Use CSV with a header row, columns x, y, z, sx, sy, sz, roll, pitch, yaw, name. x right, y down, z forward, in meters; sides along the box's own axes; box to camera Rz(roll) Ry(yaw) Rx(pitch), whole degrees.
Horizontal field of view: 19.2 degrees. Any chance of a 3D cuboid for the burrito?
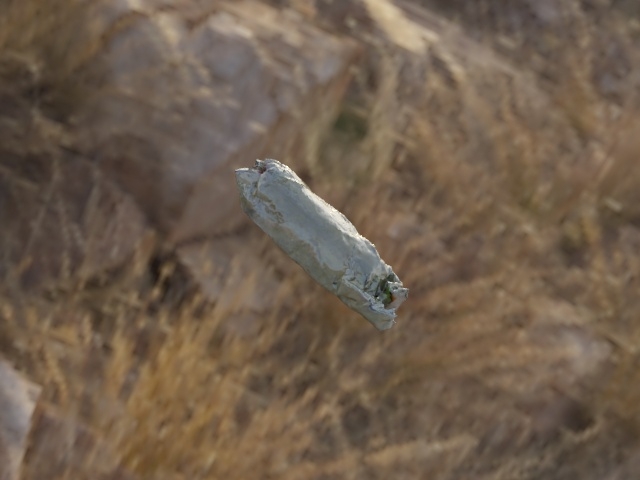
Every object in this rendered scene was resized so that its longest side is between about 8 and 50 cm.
x,y,z,sx,sy,sz,roll,pitch,yaw,name
0.001,0.000,1.608,0.188,0.045,0.058,43,70,-5,burrito
